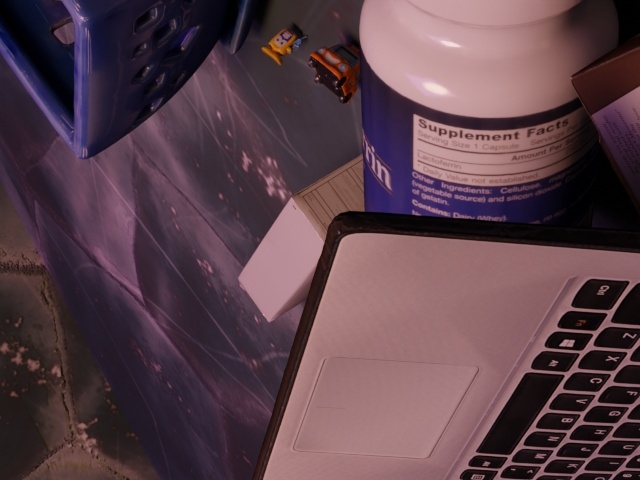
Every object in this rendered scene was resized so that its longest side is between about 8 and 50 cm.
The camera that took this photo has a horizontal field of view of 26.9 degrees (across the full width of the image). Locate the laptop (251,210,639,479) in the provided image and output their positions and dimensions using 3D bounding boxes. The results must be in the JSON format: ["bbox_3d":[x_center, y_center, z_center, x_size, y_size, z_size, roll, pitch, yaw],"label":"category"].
[{"bbox_3d":[0.177,0.194,0.678,0.382,0.408,0.236,107,165,-56],"label":"laptop"}]

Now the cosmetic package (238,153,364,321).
[{"bbox_3d":[0.000,0.000,1.221,0.060,0.099,0.239,57,159,8],"label":"cosmetic package"}]

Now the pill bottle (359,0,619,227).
[{"bbox_3d":[0.100,-0.091,0.816,0.153,0.153,0.264,44,153,34],"label":"pill bottle"}]

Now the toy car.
[{"bbox_3d":[-0.007,-0.159,1.106,0.122,0.040,0.060,39,172,37],"label":"toy car"}]

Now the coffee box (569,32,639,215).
[{"bbox_3d":[0.235,-0.083,0.552,0.098,0.141,0.246,60,158,-4],"label":"coffee box"}]

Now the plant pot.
[{"bbox_3d":[-0.171,-0.248,1.115,0.236,0.212,0.236,53,157,13],"label":"plant pot"}]
